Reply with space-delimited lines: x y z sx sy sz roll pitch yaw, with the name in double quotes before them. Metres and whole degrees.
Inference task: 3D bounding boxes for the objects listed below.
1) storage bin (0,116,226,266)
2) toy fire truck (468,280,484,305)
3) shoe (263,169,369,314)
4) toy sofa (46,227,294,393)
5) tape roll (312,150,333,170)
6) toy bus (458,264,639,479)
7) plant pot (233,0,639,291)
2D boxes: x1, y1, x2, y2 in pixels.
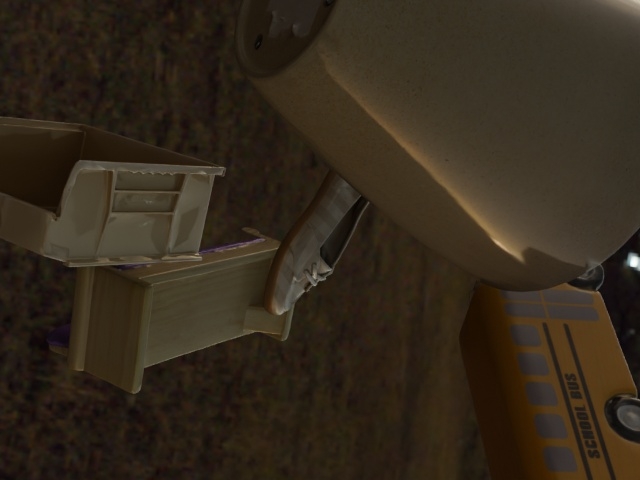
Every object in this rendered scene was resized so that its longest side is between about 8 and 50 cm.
"storage bin" -0.306 -0.065 1.351 0.260 0.262 0.123 -1 107 -55
"toy fire truck" 0.221 0.080 1.310 0.047 0.135 0.192 -6 134 -58
"shoe" 0.000 0.000 1.385 0.219 0.058 0.076 -60 157 -5
"toy sofa" -0.199 0.078 1.567 0.362 0.177 0.150 -13 118 -55
"tape roll" 0.074 -0.166 1.153 0.072 0.219 0.219 55 44 -59
"toy bus" 0.212 0.141 1.019 0.333 0.130 0.108 -98 -166 -45
"plant pot" 0.083 -0.124 0.821 0.274 0.256 0.256 23 71 -35
